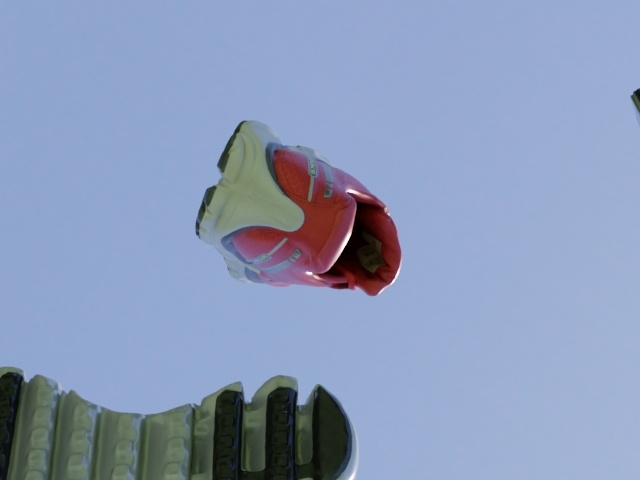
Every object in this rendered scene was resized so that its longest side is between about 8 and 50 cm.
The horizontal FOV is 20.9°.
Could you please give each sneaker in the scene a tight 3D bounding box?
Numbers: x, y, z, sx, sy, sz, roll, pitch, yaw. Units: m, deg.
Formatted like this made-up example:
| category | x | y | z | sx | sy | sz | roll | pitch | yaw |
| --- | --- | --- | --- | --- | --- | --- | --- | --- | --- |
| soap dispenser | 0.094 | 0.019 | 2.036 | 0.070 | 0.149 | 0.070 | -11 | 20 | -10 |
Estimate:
| category | x | y | z | sx | sy | sz | roll | pitch | yaw |
| --- | --- | --- | --- | --- | --- | --- | --- | --- | --- |
| sneaker | -0.124 | 0.144 | 0.973 | 0.292 | 0.118 | 0.110 | 3 | -131 | 6 |
| sneaker | 0.000 | 0.000 | 1.158 | 0.118 | 0.279 | 0.107 | 27 | -87 | 11 |

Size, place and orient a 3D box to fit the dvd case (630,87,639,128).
| category | x | y | z | sx | sy | sz | roll | pitch | yaw |
| --- | --- | --- | --- | --- | --- | --- | --- | --- | --- |
| dvd case | 0.289 | 0.008 | 1.280 | 0.030 | 0.179 | 0.238 | -19 | -152 | 7 |
